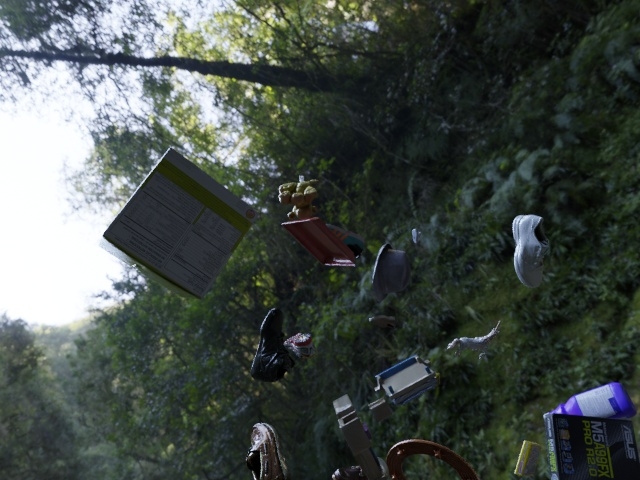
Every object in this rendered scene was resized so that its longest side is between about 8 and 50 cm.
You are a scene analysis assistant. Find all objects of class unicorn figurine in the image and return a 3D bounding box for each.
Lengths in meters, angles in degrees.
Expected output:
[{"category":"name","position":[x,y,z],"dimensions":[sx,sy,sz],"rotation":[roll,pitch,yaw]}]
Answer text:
[{"category":"unicorn figurine","position":[0.484,0.319,1.452],"dimensions":[0.161,0.060,0.111],"rotation":[-10,-43,-9]}]

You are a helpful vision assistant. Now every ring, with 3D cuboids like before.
[{"category":"ring","position":[0.388,0.836,1.638],"dimensions":[0.032,0.336,0.337],"rotation":[-47,-16,-53]}]

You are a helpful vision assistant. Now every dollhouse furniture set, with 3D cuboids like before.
[{"category":"dollhouse furniture set","position":[0.215,0.452,1.184],"dimensions":[0.303,0.198,0.286],"rotation":[-27,-4,-5]}]

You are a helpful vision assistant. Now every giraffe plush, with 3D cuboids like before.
[{"category":"giraffe plush","position":[-0.087,-0.166,2.077],"dimensions":[0.210,0.181,0.171],"rotation":[-68,-23,-54]}]

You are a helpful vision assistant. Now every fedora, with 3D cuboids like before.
[{"category":"fedora","position":[0.336,0.145,2.125],"dimensions":[0.276,0.124,0.244],"rotation":[-66,-34,-41]}]

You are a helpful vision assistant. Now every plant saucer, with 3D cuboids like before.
[{"category":"plant saucer","position":[0.000,0.000,1.809],"dimensions":[0.048,0.258,0.259],"rotation":[-53,21,-18]}]

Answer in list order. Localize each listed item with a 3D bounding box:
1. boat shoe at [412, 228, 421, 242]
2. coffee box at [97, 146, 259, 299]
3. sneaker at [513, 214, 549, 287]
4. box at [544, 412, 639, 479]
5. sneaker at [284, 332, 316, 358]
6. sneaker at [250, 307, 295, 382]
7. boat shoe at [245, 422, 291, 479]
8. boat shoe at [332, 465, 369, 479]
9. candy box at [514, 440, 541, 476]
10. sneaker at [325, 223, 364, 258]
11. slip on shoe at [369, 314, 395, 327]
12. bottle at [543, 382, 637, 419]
[{"category":"boat shoe","position":[0.481,-0.027,2.323],"dimensions":[0.035,0.035,0.100],"rotation":[-32,-40,-12]},{"category":"coffee box","position":[-0.468,-0.035,1.516],"dimensions":[0.335,0.338,0.337],"rotation":[-60,20,-19]},{"category":"sneaker","position":[0.601,0.034,1.310],"dimensions":[0.080,0.094,0.213],"rotation":[-16,-82,-27]},{"category":"box","position":[0.728,0.611,1.243],"dimensions":[0.060,0.216,0.270],"rotation":[84,-168,-65]},{"category":"sneaker","position":[-0.084,0.430,1.870],"dimensions":[0.088,0.093,0.225],"rotation":[-26,2,-22]},{"category":"sneaker","position":[-0.129,0.330,1.456],"dimensions":[0.087,0.130,0.228],"rotation":[36,-117,-56]},{"category":"boat shoe","position":[-0.193,0.714,1.562],"dimensions":[0.104,0.307,0.111],"rotation":[11,-82,-26]},{"category":"boat shoe","position":[0.130,0.754,1.497],"dimensions":[0.206,0.073,0.073],"rotation":[27,-78,-35]},{"category":"candy box","position":[0.672,0.704,1.508],"dimensions":[0.205,0.027,0.105],"rotation":[35,-109,-50]},{"category":"sneaker","position":[0.080,0.007,2.383],"dimensions":[0.108,0.301,0.121],"rotation":[111,172,-49]},{"category":"slip on shoe","position":[0.244,0.318,1.817],"dimensions":[0.051,0.041,0.135],"rotation":[-27,-27,37]},{"category":"bottle","position":[0.930,0.596,1.631],"dimensions":[0.282,0.118,0.092],"rotation":[-35,-53,28]}]
